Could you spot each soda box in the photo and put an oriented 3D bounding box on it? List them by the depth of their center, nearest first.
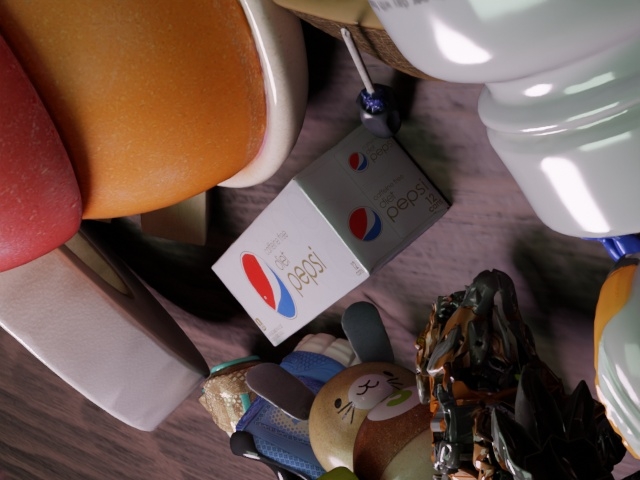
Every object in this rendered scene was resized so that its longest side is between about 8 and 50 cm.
[{"bbox_3d":[0.000,0.000,0.999,0.074,0.069,0.216,51,157,1],"label":"soda box"}]

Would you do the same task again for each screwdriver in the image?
[{"bbox_3d":[0.023,-0.078,0.812,0.024,0.025,0.170,11,176,11],"label":"screwdriver"}]

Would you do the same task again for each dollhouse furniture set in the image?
[{"bbox_3d":[-0.146,-0.096,1.184,0.151,0.123,0.144,12,152,2],"label":"dollhouse furniture set"}]

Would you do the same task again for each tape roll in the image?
[{"bbox_3d":[-0.248,-0.005,1.292,0.392,0.072,0.392,45,179,1],"label":"tape roll"}]

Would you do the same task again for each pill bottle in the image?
[{"bbox_3d":[0.064,-0.152,0.513,0.283,0.160,0.160,58,157,-17],"label":"pill bottle"}]

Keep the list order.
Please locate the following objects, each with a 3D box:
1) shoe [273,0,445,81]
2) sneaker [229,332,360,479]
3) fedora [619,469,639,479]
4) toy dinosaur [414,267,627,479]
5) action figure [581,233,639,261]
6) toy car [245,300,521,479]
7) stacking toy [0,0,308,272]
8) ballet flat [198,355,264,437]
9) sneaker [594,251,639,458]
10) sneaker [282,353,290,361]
[{"bbox_3d":[0.051,-0.114,0.752,0.077,0.058,0.219,28,178,-34],"label":"shoe"},{"bbox_3d":[0.045,0.235,1.178,0.330,0.147,0.130,54,158,-10],"label":"sneaker"},{"bbox_3d":[0.223,0.274,0.839,0.153,0.334,0.334,21,171,-27],"label":"fedora"},{"bbox_3d":[0.131,0.159,0.803,0.322,0.164,0.218,60,146,16],"label":"toy dinosaur"},{"bbox_3d":[0.155,0.010,0.768,0.115,0.030,0.038,48,164,-7],"label":"action figure"},{"bbox_3d":[0.038,0.115,1.023,0.188,0.155,0.149,49,162,38],"label":"toy car"},{"bbox_3d":[-0.275,-0.063,0.879,0.350,0.480,0.350,41,156,23],"label":"stacking toy"},{"bbox_3d":[-0.061,0.136,1.270,0.206,0.073,0.067,76,180,-82],"label":"ballet flat"},{"bbox_3d":[0.226,0.070,0.603,0.262,0.099,0.121,30,150,-18],"label":"sneaker"},{"bbox_3d":[-0.010,0.122,1.271,0.037,0.032,0.083,49,158,44],"label":"sneaker"}]
